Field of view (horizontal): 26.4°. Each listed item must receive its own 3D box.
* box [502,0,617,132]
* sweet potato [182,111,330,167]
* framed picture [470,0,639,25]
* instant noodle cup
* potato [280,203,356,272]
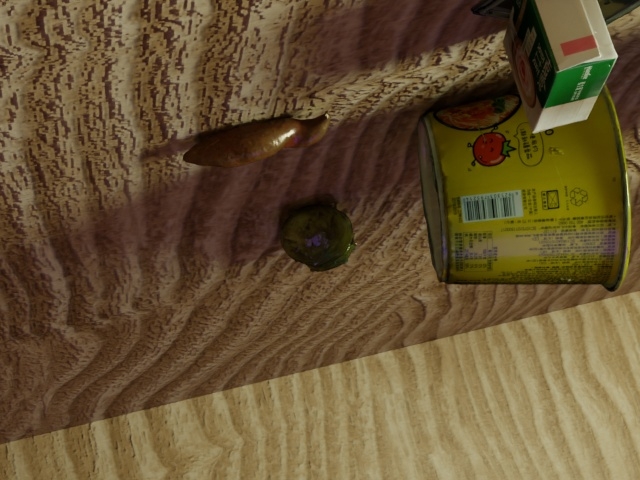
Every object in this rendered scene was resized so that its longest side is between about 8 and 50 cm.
[{"bbox_3d":[0.284,-0.230,1.642,0.081,0.135,0.199,-14,163,-2],"label":"box"},{"bbox_3d":[-0.084,-0.130,1.819,0.202,0.058,0.055,-13,143,-7],"label":"sweet potato"},{"bbox_3d":[0.335,-0.311,1.688,0.252,0.014,0.197,1,157,-45],"label":"framed picture"},{"bbox_3d":[0.280,-0.072,1.950,0.254,0.325,0.325,-7,164,-1],"label":"instant noodle cup"},{"bbox_3d":[0.000,0.000,2.268,0.117,0.090,0.225,-18,163,7],"label":"potato"}]
